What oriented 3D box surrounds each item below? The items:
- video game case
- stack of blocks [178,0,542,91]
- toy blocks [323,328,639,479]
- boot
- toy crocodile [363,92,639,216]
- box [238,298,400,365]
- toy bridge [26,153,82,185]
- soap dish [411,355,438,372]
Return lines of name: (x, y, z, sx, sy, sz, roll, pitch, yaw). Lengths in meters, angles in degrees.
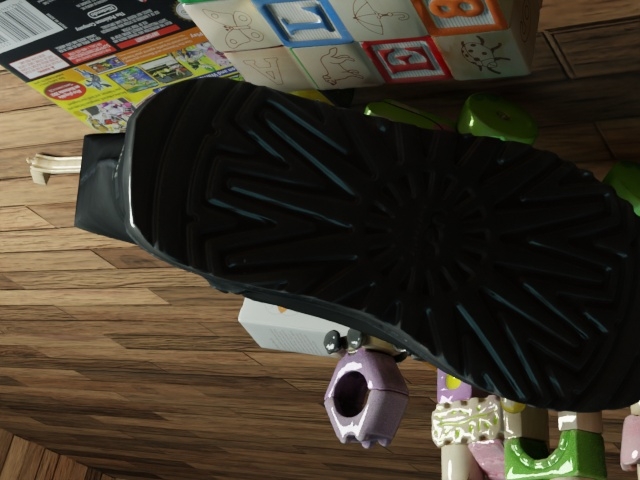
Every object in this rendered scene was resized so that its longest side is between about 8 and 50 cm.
video game case: (-0.151, -0.163, 0.888, 0.275, 0.035, 0.248, -8, 149, 38)
stack of blocks: (-0.015, -0.190, 0.486, 0.171, 0.087, 0.297, 1, 154, 27)
toy blocks: (0.195, 0.215, 0.908, 0.309, 0.260, 0.289, 21, 152, -38)
boot: (-0.002, -0.001, 0.793, 0.367, 0.146, 0.445, 23, 172, -16)
toy crocodile: (0.185, -0.024, 0.862, 0.341, 0.105, 0.115, 24, 125, -6)
box: (0.012, 0.058, 1.175, 0.171, 0.130, 0.091, 6, 156, 18)
toy bridge: (-0.235, -0.067, 1.157, 0.188, 0.026, 0.063, 14, 154, 0)
soap dish: (0.220, 0.091, 1.101, 0.229, 0.118, 0.291, -8, 156, 26)
